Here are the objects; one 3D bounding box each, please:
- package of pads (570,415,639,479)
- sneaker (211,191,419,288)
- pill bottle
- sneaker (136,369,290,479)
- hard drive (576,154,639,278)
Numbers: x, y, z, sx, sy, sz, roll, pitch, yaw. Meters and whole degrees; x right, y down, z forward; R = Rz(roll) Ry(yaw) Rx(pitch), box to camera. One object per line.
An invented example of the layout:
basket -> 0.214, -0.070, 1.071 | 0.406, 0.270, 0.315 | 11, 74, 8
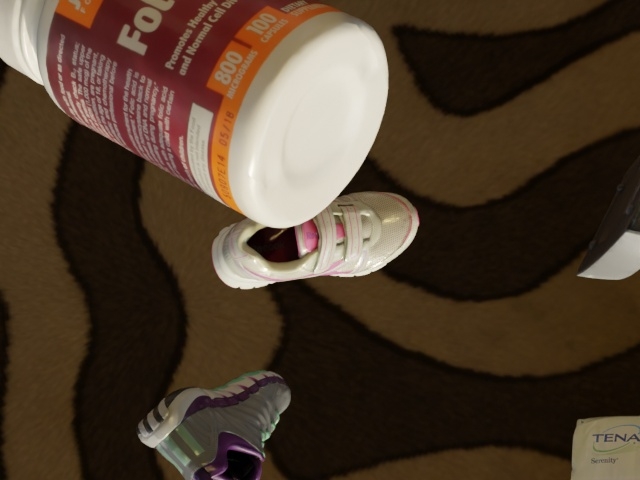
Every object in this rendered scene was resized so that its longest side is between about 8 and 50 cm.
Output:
package of pads -> 0.304, 0.185, 0.883 | 0.229, 0.296, 0.101 | -5, 67, 28
sneaker -> 0.000, 0.000, 1.615 | 0.252, 0.111, 0.103 | -15, 86, -9
pill bottle -> -0.146, -0.191, 1.402 | 0.392, 0.224, 0.224 | 29, 84, 28
sneaker -> -0.077, 0.184, 1.249 | 0.083, 0.224, 0.098 | -47, 72, 21
hard drive -> 0.377, -0.039, 1.599 | 0.054, 0.254, 0.172 | 27, 78, 4
